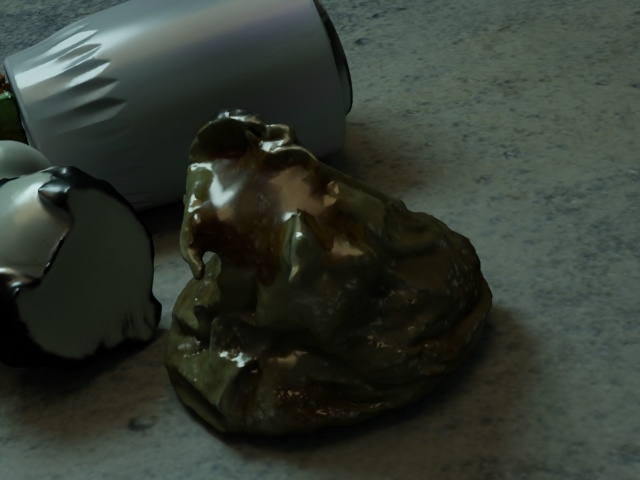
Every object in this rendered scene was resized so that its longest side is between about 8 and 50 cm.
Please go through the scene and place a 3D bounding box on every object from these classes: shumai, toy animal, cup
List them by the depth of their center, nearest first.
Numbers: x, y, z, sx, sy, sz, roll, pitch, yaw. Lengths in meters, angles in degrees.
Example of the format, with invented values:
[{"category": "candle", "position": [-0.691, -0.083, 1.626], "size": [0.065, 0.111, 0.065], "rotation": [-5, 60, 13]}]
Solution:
[{"category": "shumai", "position": [0.000, 0.000, 1.117], "size": [0.314, 0.262, 0.267], "rotation": [-16, 30, -13]}, {"category": "toy animal", "position": [-0.307, 0.010, 1.244], "size": [0.267, 0.212, 0.212], "rotation": [16, 38, 32]}, {"category": "cup", "position": [-0.166, -0.176, 1.484], "size": [0.372, 0.253, 0.253], "rotation": [-18, 30, -12]}]

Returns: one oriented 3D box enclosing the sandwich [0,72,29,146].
[{"category": "sandwich", "position": [-0.387, -0.108, 1.401], "size": [0.109, 0.184, 0.160], "rotation": [-21, 49, -19]}]
